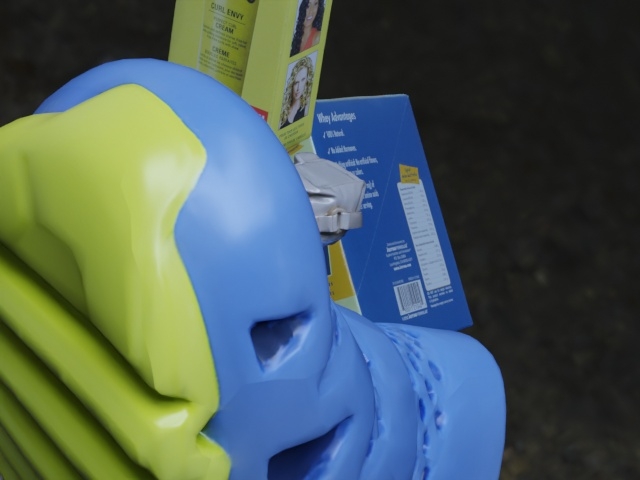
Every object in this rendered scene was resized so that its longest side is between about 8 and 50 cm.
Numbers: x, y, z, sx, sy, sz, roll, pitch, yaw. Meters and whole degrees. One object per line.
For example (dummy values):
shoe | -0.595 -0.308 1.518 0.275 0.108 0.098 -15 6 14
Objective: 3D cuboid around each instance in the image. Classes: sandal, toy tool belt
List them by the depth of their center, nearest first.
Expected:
sandal | -0.010 0.059 0.523 0.138 0.317 0.126 -30 58 -15
toy tool belt | -0.012 -0.009 0.938 0.052 0.051 0.083 30 21 18

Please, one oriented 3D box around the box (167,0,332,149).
box | -0.036 -0.171 1.163 0.087 0.232 0.058 25 32 24

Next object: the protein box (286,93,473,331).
protein box | 0.000 0.000 1.532 0.200 0.136 0.201 -12 86 -63
